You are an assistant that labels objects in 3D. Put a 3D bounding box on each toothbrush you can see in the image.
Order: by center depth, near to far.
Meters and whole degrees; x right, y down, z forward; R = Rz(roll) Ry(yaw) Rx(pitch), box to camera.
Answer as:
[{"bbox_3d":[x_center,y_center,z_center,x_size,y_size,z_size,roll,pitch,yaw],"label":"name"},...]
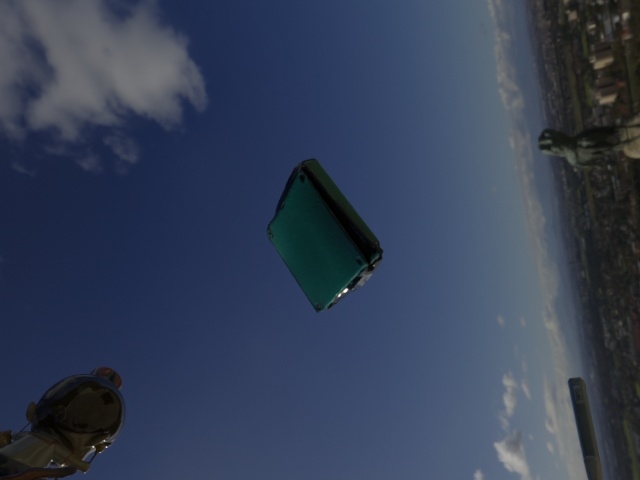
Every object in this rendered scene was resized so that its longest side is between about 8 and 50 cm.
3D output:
[{"bbox_3d":[0.331,0.259,0.609,0.342,0.025,0.030,-30,-76,-64],"label":"toothbrush"}]

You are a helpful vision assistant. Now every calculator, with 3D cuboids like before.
[{"bbox_3d":[0.000,0.000,1.005,0.058,0.274,0.248,-24,-111,-34],"label":"calculator"}]

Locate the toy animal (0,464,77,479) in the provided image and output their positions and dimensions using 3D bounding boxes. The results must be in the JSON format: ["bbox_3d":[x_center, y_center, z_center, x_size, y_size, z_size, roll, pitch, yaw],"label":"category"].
[{"bbox_3d":[-0.347,0.247,0.510,0.229,0.066,0.224,44,-114,-53],"label":"toy animal"}]

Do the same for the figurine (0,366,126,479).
[{"bbox_3d":[-0.425,0.324,0.827,0.275,0.161,0.158,-52,-22,-52],"label":"figurine"}]
